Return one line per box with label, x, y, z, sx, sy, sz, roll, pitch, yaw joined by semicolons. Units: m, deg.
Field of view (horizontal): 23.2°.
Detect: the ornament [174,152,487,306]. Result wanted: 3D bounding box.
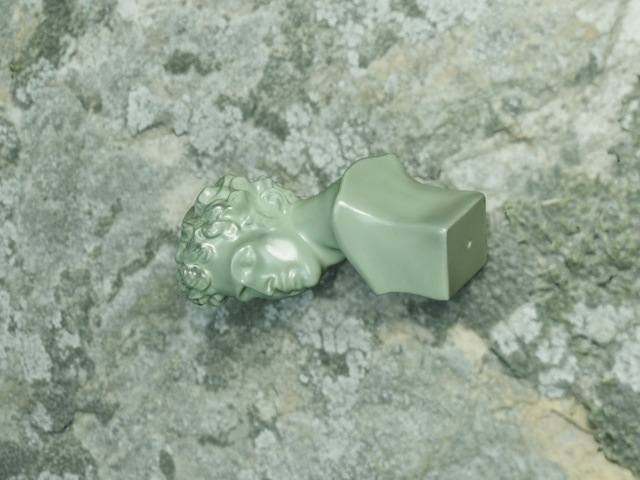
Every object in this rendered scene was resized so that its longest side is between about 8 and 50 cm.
ornament;0.008;-0.010;1.364;0.285;0.130;0.120;-7;109;22
